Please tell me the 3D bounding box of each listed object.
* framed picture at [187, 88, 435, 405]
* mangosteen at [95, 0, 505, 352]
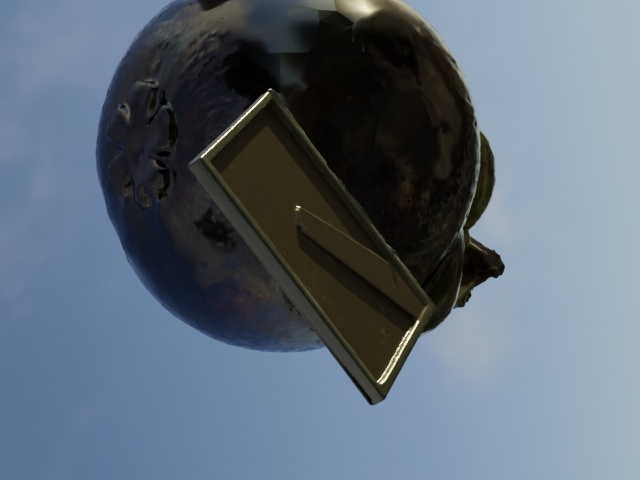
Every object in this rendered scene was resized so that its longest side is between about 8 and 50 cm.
[{"bbox_3d":[0.000,0.000,0.878,0.149,0.011,0.109,53,-151,-8],"label":"framed picture"},{"bbox_3d":[-0.014,-0.063,1.342,0.330,0.330,0.330,4,-90,-73],"label":"mangosteen"}]
